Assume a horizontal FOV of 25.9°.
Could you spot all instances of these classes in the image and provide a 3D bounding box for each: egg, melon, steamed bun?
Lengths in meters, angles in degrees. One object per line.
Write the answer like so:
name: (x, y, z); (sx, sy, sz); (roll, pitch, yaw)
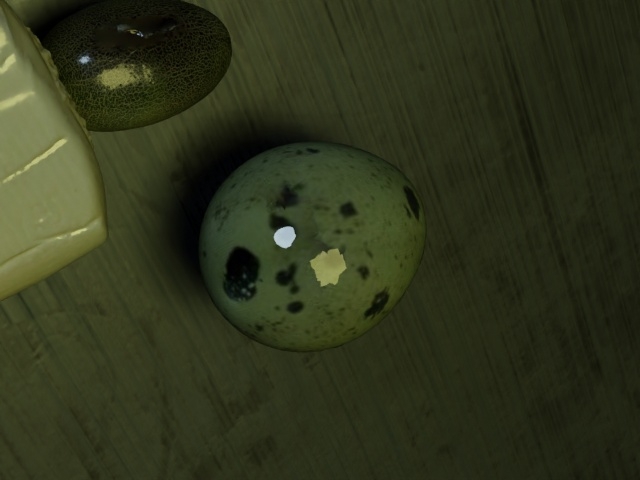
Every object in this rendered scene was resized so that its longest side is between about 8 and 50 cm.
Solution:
egg: (0.000, 0.000, 1.189); (0.228, 0.177, 0.177); (-25, 125, -48)
melon: (-0.141, -0.137, 1.062); (0.162, 0.099, 0.099); (-20, 121, -33)
steamed bun: (-0.269, -0.069, 0.950); (0.200, 0.155, 0.250); (-29, 128, -12)
